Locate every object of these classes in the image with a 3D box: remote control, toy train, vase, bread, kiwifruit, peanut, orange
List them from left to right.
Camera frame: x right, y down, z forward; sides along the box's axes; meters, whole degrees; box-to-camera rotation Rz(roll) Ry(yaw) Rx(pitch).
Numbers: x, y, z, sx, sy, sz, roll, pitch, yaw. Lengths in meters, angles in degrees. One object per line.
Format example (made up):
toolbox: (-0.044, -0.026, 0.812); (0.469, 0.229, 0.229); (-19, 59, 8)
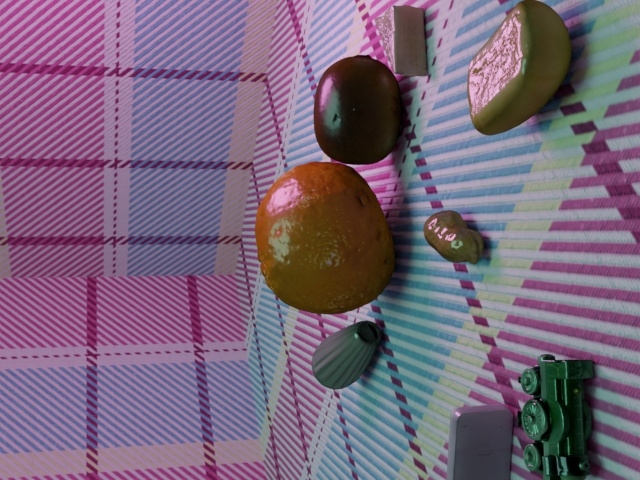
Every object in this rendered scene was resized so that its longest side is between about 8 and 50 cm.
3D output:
orange: (0.000, 0.000, 1.988); (0.340, 0.293, 0.340); (159, 90, -88)
vase: (0.067, 0.266, 2.160); (0.248, 0.128, 0.128); (127, 141, -54)
kiwifruit: (0.080, -0.282, 1.949); (0.196, 0.196, 0.234); (-129, 44, -68)
bread: (0.162, -0.392, 1.837); (0.105, 0.077, 0.152); (158, 114, -71)
peanut: (0.232, -0.008, 1.584); (0.174, 0.080, 0.080); (-132, 44, -65)
remote control: (0.252, 0.386, 1.452); (0.034, 0.103, 0.250); (-151, 60, -71)
bread: (0.287, -0.242, 1.300); (0.217, 0.098, 0.147); (138, 131, -69)
toy train: (0.325, 0.243, 1.231); (0.104, 0.071, 0.178); (164, 107, -64)
